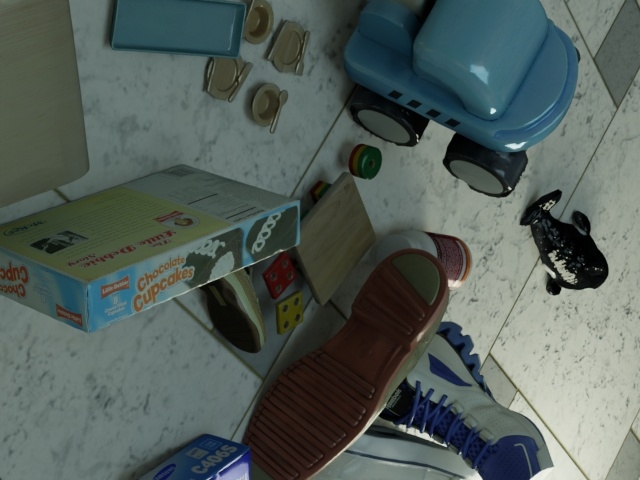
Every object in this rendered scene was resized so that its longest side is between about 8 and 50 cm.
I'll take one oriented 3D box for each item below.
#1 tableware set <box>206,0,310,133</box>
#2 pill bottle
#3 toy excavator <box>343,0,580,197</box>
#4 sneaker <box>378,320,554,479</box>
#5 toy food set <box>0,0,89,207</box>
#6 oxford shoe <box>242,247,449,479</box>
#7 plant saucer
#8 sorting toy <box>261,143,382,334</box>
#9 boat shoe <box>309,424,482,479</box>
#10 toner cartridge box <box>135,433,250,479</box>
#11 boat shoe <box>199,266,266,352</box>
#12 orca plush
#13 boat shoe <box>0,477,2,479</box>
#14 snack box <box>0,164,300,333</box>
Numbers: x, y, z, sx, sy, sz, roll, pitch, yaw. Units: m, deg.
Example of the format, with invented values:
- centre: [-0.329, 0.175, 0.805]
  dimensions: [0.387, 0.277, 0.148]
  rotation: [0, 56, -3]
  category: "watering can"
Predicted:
- centre: [-0.073, -0.219, 1.804]
  dimensions: [0.168, 0.020, 0.141]
  rotation: [30, 81, -54]
  category: "tableware set"
- centre: [0.149, 0.029, 2.141]
  dimensions: [0.152, 0.086, 0.086]
  rotation: [8, 98, -54]
  category: "pill bottle"
- centre: [0.127, -0.297, 1.829]
  dimensions: [0.222, 0.433, 0.445]
  rotation: [-59, 170, -16]
  category: "toy excavator"
- centre: [0.179, 0.256, 2.145]
  dimensions: [0.182, 0.315, 0.127]
  rotation: [-4, 136, -39]
  category: "sneaker"
- centre: [-0.364, -0.136, 1.423]
  dimensions: [0.306, 0.092, 0.220]
  rotation: [-24, 124, -36]
  category: "toy food set"
- centre: [0.049, 0.197, 2.020]
  dimensions: [0.397, 0.140, 0.146]
  rotation: [-47, 158, -3]
  category: "oxford shoe"
- centre: [-0.162, -0.245, 1.669]
  dimensions: [0.192, 0.018, 0.067]
  rotation: [-4, 107, -48]
  category: "plant saucer"
- centre: [0.000, 0.000, 1.969]
  dimensions: [0.274, 0.046, 0.132]
  rotation: [-51, 139, -26]
  category: "sorting toy"
- centre: [0.110, 0.369, 2.197]
  dimensions: [0.367, 0.136, 0.156]
  rotation: [19, 89, -51]
  category: "boat shoe"
- centre: [-0.168, 0.441, 1.898]
  dimensions: [0.165, 0.075, 0.348]
  rotation: [-29, 127, -56]
  category: "toner cartridge box"
- centre: [-0.106, 0.060, 1.848]
  dimensions: [0.072, 0.068, 0.190]
  rotation: [-59, 143, -35]
  category: "boat shoe"
- centre: [0.446, 0.012, 2.504]
  dimensions: [0.151, 0.102, 0.287]
  rotation: [-54, 140, -23]
  category: "orca plush"
- centre: [-0.397, 0.285, 1.583]
  dimensions: [0.125, 0.046, 0.038]
  rotation: [-34, 135, -29]
  category: "boat shoe"
- centre: [-0.194, 0.000, 1.600]
  dimensions: [0.322, 0.187, 0.060]
  rotation: [-23, 122, -45]
  category: "snack box"
